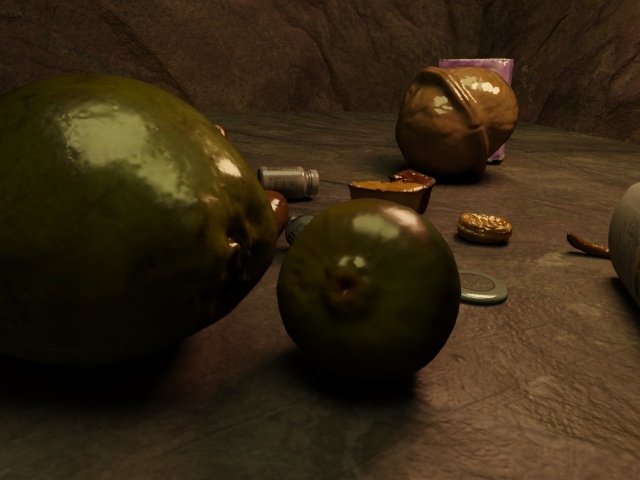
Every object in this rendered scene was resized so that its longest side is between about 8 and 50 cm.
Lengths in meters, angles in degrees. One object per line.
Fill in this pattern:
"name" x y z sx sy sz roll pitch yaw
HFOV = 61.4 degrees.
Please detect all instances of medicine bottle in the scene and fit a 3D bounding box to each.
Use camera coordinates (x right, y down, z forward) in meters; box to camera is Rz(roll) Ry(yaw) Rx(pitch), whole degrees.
"medicine bottle" -0.078 -0.138 1.290 0.139 0.079 0.079 -3 21 -15
"medicine bottle" 0.515 0.031 0.775 0.124 0.179 0.324 8 20 14

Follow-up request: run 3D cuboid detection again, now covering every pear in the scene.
"pear" -0.255 -0.026 0.626 0.412 0.352 0.352 2 18 26

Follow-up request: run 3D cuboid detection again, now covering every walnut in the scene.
"walnut" 0.394 -0.353 1.603 0.380 0.382 0.381 3 20 -1

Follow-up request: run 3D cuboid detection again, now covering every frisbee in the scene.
"frisbee" 0.244 0.072 0.862 0.110 0.014 0.110 3 20 -1

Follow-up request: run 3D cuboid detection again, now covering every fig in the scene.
"fig" 0.068 0.062 0.630 0.207 0.207 0.230 21 -7 40

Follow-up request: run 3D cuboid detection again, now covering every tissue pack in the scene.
"tissue pack" 0.518 -0.446 1.848 0.241 0.339 0.160 6 18 22

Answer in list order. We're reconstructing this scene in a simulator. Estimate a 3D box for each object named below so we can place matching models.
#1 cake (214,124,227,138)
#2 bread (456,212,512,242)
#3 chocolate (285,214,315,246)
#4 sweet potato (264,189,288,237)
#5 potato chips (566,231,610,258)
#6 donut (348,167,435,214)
"cake" -0.330 -0.163 1.174 0.292 0.199 0.196 -5 16 -33
"bread" 0.333 -0.024 1.094 0.110 0.044 0.083 6 22 0
"chocolate" 0.000 0.000 0.941 0.072 0.072 0.167 -16 29 -42
"sweet potato" -0.121 -0.005 0.925 0.097 0.098 0.292 6 29 7
"potato chips" 0.571 0.023 1.022 0.203 0.037 0.026 16 33 19
"donut" 0.171 -0.096 1.207 0.217 0.085 0.141 -13 26 -36
